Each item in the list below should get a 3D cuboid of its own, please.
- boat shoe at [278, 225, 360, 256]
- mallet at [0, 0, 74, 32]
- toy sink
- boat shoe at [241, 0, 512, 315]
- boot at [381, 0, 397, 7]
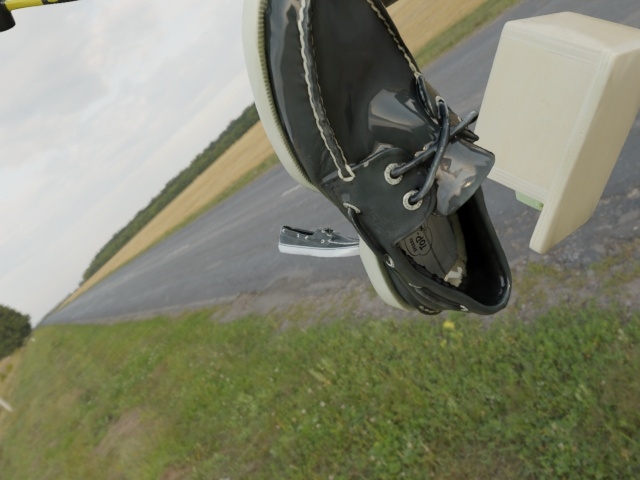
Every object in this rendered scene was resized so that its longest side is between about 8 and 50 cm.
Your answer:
[{"bbox_3d":[0.000,0.000,0.846,0.142,0.040,0.049,3,12,24],"label":"boat shoe"},{"bbox_3d":[-0.388,-0.335,0.776,0.190,0.062,0.039,-9,42,18],"label":"mallet"},{"bbox_3d":[0.267,-0.129,0.668,0.153,0.131,0.234,-25,-45,-38],"label":"toy sink"},{"bbox_3d":[0.068,-0.043,0.398,0.113,0.340,0.127,18,59,37],"label":"boat shoe"},{"bbox_3d":[0.113,-0.504,0.801,0.280,0.264,0.096,-40,9,-8],"label":"boot"}]
